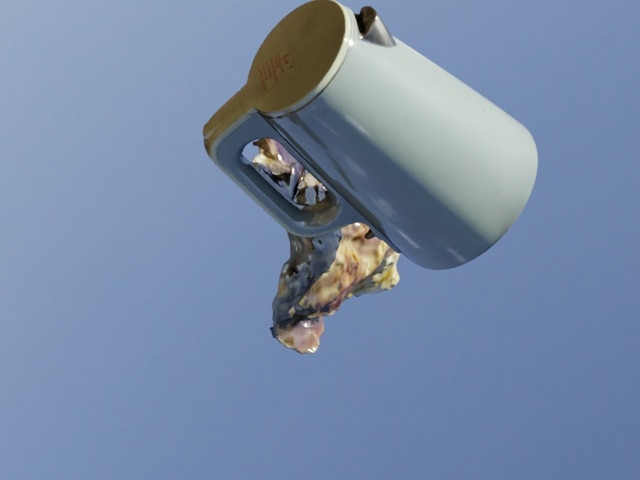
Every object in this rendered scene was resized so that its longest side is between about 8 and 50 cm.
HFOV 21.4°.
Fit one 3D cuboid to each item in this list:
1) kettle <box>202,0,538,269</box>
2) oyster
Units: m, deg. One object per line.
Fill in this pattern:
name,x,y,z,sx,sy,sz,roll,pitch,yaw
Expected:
kettle,0.034,-0.085,1.487,0.210,0.243,0.160,-37,-141,25
oyster,0.010,0.001,1.676,0.100,0.275,0.271,8,-142,24
